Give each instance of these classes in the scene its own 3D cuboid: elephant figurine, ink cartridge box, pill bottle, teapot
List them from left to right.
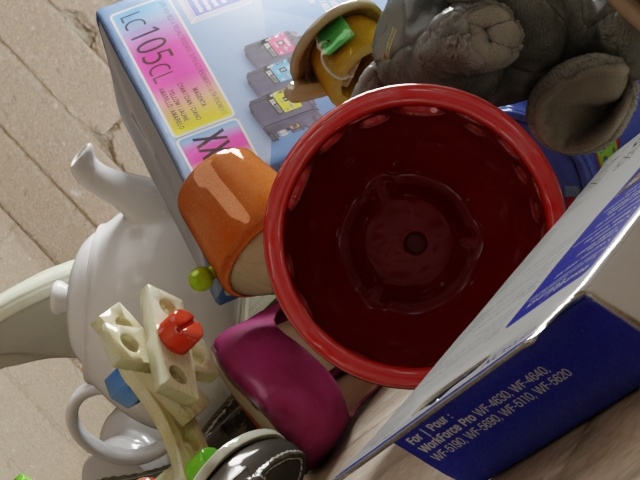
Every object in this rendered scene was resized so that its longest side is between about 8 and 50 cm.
[{"bbox_3d":[-0.166,0.069,1.878,0.252,0.187,0.256,88,-174,-72],"label":"teapot"},{"bbox_3d":[-0.157,0.204,2.076,0.124,0.124,0.221,-41,4,39],"label":"pill bottle"},{"bbox_3d":[0.032,-0.143,1.760,0.395,0.270,0.151,-20,-40,-12],"label":"ink cartridge box"},{"bbox_3d":[0.172,-0.144,1.354,0.186,0.239,0.169,3,83,65],"label":"elephant figurine"},{"bbox_3d":[0.147,0.018,0.981,0.165,0.065,0.333,-41,2,46],"label":"ink cartridge box"}]

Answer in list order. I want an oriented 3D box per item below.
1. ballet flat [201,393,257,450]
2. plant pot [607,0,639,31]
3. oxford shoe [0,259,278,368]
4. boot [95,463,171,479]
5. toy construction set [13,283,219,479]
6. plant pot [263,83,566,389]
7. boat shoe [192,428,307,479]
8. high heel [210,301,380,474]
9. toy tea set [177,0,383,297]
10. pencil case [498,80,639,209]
[{"bbox_3d":[-0.032,0.135,1.799,0.250,0.084,0.058,-49,10,-3],"label":"ballet flat"},{"bbox_3d":[0.311,-0.251,1.218,0.263,0.263,0.229,-41,-14,37],"label":"plant pot"},{"bbox_3d":[-0.165,0.073,2.057,0.449,0.130,0.169,-15,-15,-7],"label":"oxford shoe"},{"bbox_3d":[-0.191,0.275,1.788,0.190,0.076,0.208,-27,12,15],"label":"boot"},{"bbox_3d":[-0.156,0.202,1.462,0.327,0.151,0.215,-59,13,30],"label":"toy construction set"},{"bbox_3d":[0.059,-0.001,1.284,0.191,0.191,0.174,-43,0,0],"label":"plant pot"},{"bbox_3d":[-0.066,0.201,1.297,0.228,0.069,0.081,-38,-44,-49],"label":"boat shoe"},{"bbox_3d":[0.018,0.073,1.571,0.181,0.127,0.377,-37,7,4],"label":"high heel"},{"bbox_3d":[0.037,-0.069,1.513,0.336,0.124,0.200,-51,-30,19],"label":"toy tea set"},{"bbox_3d":[0.206,-0.108,1.541,0.133,0.119,0.306,-8,23,34],"label":"pencil case"}]
